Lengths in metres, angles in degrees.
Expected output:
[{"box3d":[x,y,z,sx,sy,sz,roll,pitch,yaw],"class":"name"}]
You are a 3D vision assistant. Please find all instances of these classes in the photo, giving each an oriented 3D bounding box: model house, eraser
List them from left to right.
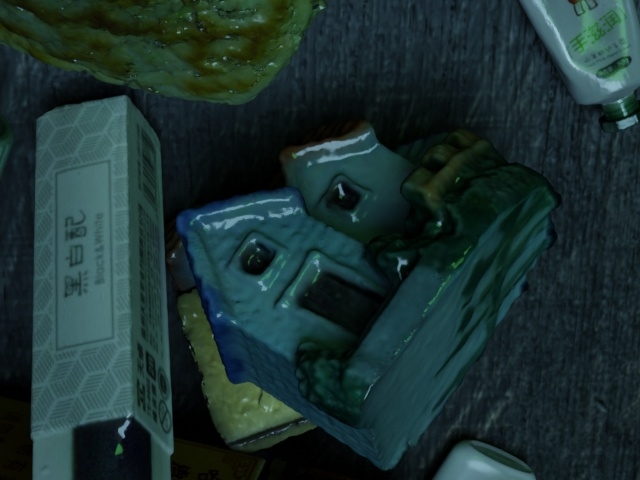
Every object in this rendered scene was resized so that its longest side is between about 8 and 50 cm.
[{"box3d":[-0.189,0.070,1.312,0.096,0.404,0.098,-11,149,11],"class":"eraser"},{"box3d":[0.000,0.000,1.379,0.295,0.329,0.252,-54,156,-15],"class":"model house"}]

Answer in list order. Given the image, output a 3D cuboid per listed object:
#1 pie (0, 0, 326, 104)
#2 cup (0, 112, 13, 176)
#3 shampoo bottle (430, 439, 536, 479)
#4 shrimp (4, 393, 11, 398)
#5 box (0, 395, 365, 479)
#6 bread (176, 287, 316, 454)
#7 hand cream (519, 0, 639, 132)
[{"box3d":[-0.192,-0.269,1.217,0.395,0.180,0.418,13,147,12],"class":"pie"},{"box3d":[-0.432,0.050,1.281,0.310,0.401,0.392,9,112,-54],"class":"cup"},{"box3d":[0.139,0.321,1.649,0.108,0.051,0.221,25,107,-20],"class":"shampoo bottle"},{"box3d":[-0.343,0.191,1.526,0.126,0.047,0.223,5,115,-15],"class":"shrimp"},{"box3d":[-0.161,0.285,1.368,0.415,0.264,0.116,12,113,9],"class":"box"},{"box3d":[0.010,0.102,1.513,0.266,0.178,0.142,-21,146,4],"class":"bread"},{"box3d":[0.226,-0.258,1.417,0.121,0.076,0.336,-25,108,1],"class":"hand cream"}]
